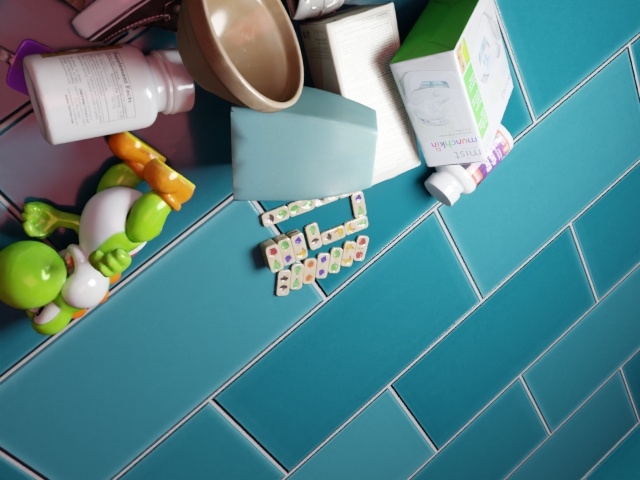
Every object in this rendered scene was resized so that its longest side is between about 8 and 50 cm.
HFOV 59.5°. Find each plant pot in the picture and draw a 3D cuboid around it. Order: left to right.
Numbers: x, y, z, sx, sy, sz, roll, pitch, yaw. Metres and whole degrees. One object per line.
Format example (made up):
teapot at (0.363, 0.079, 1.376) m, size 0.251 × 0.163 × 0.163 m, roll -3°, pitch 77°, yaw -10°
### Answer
plant pot at (-0.133, -0.293, 0.836) m, size 0.109 × 0.237 × 0.237 m, roll -16°, pitch 127°, yaw 30°
plant pot at (-0.022, -0.169, 0.963) m, size 0.234 × 0.165 × 0.166 m, roll 4°, pitch 122°, yaw 1°

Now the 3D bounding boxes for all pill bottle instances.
pill bottle at (-0.322, -0.234, 0.871) m, size 0.229 × 0.131 × 0.131 m, roll -18°, pitch 116°, yaw -28°
pill bottle at (0.323, -0.172, 1.238) m, size 0.193 × 0.108 × 0.108 m, roll -47°, pitch 122°, yaw -4°

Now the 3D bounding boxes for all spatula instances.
spatula at (-0.510, -0.293, 0.817) m, size 0.296 × 0.030 × 0.084 m, roll 23°, pitch 100°, yaw -32°

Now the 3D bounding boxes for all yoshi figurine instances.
yoshi figurine at (-0.388, -0.006, 0.907) m, size 0.203 × 0.203 × 0.362 m, roll 37°, pitch 92°, yaw -16°

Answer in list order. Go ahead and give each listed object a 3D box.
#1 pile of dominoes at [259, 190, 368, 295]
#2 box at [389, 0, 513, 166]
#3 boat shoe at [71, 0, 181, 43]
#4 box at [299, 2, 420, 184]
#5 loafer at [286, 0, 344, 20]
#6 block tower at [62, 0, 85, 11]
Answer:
pile of dominoes at (0.000, 0.000, 1.181) m, size 0.251 × 0.040 × 0.196 m, roll -22°, pitch 117°, yaw -18°
box at (0.259, -0.311, 1.071) m, size 0.231 × 0.126 × 0.262 m, roll 61°, pitch 44°, yaw -34°
boat shoe at (-0.215, -0.380, 0.879) m, size 0.335 × 0.121 × 0.119 m, roll -34°, pitch 120°, yaw -12°
box at (0.080, -0.273, 1.069) m, size 0.147 × 0.121 × 0.311 m, roll -23°, pitch 118°, yaw -18°
loafer at (-0.043, -0.529, 0.917) m, size 0.111 × 0.112 × 0.320 m, roll -30°, pitch 120°, yaw -23°
block tower at (-0.307, -0.503, 0.786) m, size 0.097 × 0.091 × 0.336 m, roll 31°, pitch 93°, yaw -2°
